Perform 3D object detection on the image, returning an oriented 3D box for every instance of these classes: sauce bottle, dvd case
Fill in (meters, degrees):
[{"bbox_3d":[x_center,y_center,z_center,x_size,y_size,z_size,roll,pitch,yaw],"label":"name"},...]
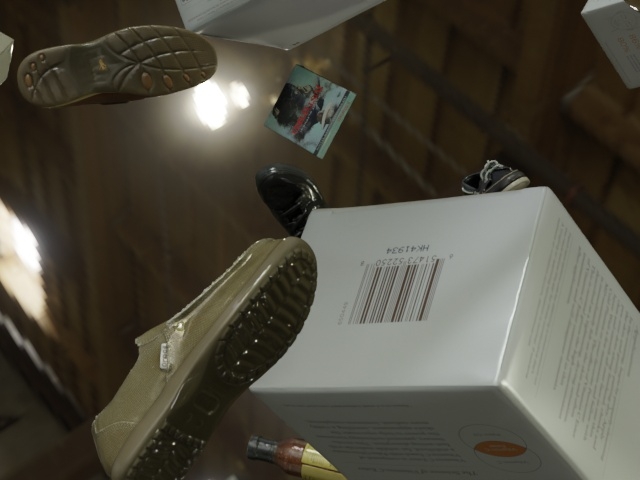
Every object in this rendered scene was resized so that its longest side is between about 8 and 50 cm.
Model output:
[{"bbox_3d":[-0.011,0.222,1.525,0.128,0.042,0.042,13,-41,14],"label":"sauce bottle"},{"bbox_3d":[-0.014,-0.155,1.794,0.013,0.087,0.119,24,7,-42],"label":"dvd case"}]

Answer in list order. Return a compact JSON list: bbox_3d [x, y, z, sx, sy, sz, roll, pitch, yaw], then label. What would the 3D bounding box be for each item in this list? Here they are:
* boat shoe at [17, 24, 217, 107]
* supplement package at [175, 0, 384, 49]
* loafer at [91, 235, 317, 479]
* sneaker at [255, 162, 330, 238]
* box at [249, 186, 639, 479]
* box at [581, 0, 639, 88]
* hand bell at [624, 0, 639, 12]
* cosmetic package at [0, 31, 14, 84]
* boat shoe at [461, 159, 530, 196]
[{"bbox_3d":[-0.182,-0.155,1.359,0.060,0.178,0.064,177,-95,-87],"label":"boat shoe"},{"bbox_3d":[-0.043,-0.351,1.874,0.204,0.262,0.145,-24,-98,25],"label":"supplement package"},{"bbox_3d":[-0.059,0.053,0.714,0.050,0.148,0.056,30,-15,34],"label":"loafer"},{"bbox_3d":[-0.002,0.001,1.470,0.170,0.051,0.089,47,20,-43],"label":"sneaker"},{"bbox_3d":[0.141,0.130,1.183,0.215,0.168,0.345,-5,-37,35],"label":"box"},{"bbox_3d":[0.435,-0.278,1.858,0.170,0.091,0.130,-11,-53,44],"label":"box"},{"bbox_3d":[0.108,-0.225,0.942,0.126,0.242,0.126,-172,-90,-76],"label":"hand bell"},{"bbox_3d":[-0.352,-0.188,1.425,0.115,0.041,0.060,29,-38,4],"label":"cosmetic package"},{"bbox_3d":[0.245,-0.080,2.180,0.065,0.075,0.206,59,-9,2],"label":"boat shoe"}]
